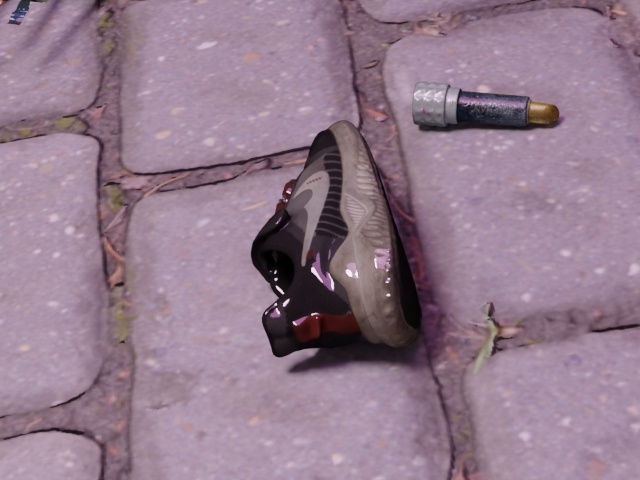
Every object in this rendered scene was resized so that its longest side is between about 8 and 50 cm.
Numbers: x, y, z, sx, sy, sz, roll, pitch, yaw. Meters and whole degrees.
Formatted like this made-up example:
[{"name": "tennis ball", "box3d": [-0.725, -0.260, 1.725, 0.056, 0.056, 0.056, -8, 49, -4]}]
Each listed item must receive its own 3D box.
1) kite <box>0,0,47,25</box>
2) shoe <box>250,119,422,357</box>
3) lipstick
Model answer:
[{"name": "kite", "box3d": [-0.271, -0.260, 1.751, 0.169, 0.015, 0.310, 6, 26, 23]}, {"name": "shoe", "box3d": [0.000, 0.000, 1.312, 0.112, 0.099, 0.227, -19, 37, 1]}, {"name": "lipstick", "box3d": [0.132, -0.106, 1.466, 0.116, 0.037, 0.037, 6, 39, 15]}]
